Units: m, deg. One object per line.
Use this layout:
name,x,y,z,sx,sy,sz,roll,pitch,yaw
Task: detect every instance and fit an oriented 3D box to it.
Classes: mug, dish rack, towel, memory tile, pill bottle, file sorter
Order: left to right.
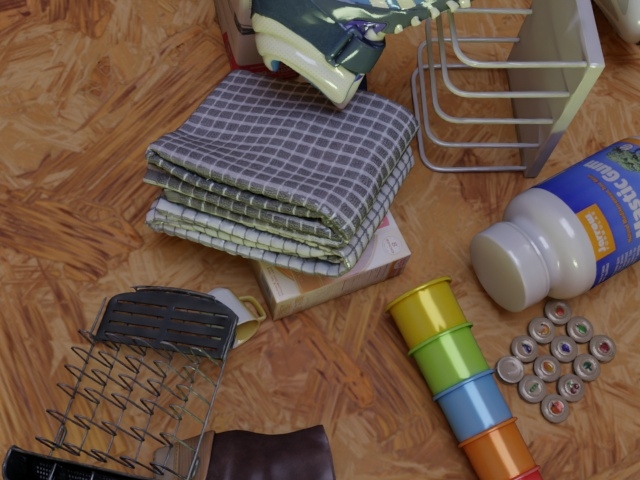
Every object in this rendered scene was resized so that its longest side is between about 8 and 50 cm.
dish rack,-0.211,0.169,1.017,0.208,0.074,0.271,6,63,21
mug,-0.114,0.094,1.118,0.062,0.078,0.064,-42,66,11
towel,-0.049,-0.097,1.095,0.284,0.121,0.235,16,48,17
file sorter,0.226,-0.229,1.183,0.173,0.277,0.192,-2,67,-4
memory tile,0.304,0.153,1.168,0.113,0.012,0.148,41,68,11
pill bottle,0.335,-0.017,1.170,0.272,0.152,0.152,-27,73,-19

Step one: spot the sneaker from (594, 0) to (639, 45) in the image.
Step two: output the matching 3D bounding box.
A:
sneaker,0.336,-0.451,1.378,0.258,0.169,0.447,-14,61,-5

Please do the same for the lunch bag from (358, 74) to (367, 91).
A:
lunch bag,0.028,-0.189,1.231,0.067,0.098,0.065,-1,69,-14

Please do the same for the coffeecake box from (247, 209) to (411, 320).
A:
coffeecake box,0.000,0.000,1.160,0.185,0.068,0.142,-19,69,-16

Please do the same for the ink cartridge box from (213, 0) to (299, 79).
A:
ink cartridge box,-0.081,-0.347,1.207,0.100,0.237,0.172,-11,69,-12

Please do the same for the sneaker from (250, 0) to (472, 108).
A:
sneaker,0.081,-0.260,1.029,0.323,0.236,0.130,7,33,-3

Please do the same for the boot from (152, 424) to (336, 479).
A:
boot,-0.076,0.327,0.994,0.207,0.090,0.248,-4,64,-7

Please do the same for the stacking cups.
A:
stacking cups,0.191,0.200,1.096,0.096,0.096,0.316,-24,76,-17
